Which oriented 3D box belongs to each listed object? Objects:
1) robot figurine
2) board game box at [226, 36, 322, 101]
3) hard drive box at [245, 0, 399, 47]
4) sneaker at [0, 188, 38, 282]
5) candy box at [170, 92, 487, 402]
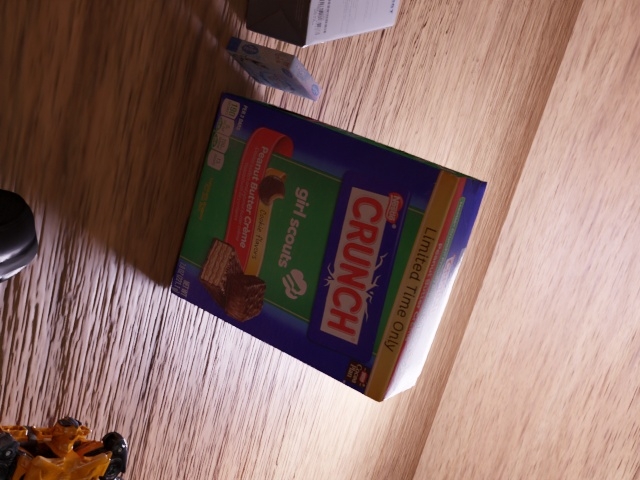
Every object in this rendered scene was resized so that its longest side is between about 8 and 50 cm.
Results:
[{"bbox_3d":[-0.321,0.311,0.753,0.211,0.085,0.291,22,92,-55],"label":"robot figurine"},{"bbox_3d":[-0.053,-0.202,0.860,0.020,0.090,0.090,-65,156,-4],"label":"board game box"},{"bbox_3d":[0.020,-0.347,0.883,0.232,0.089,0.181,-31,138,-52],"label":"hard drive box"},{"bbox_3d":[-0.300,-0.049,0.453,0.341,0.125,0.140,16,92,-68],"label":"sneaker"},{"bbox_3d":[0.000,0.000,0.870,0.122,0.317,0.268,-8,118,-62],"label":"candy box"}]
